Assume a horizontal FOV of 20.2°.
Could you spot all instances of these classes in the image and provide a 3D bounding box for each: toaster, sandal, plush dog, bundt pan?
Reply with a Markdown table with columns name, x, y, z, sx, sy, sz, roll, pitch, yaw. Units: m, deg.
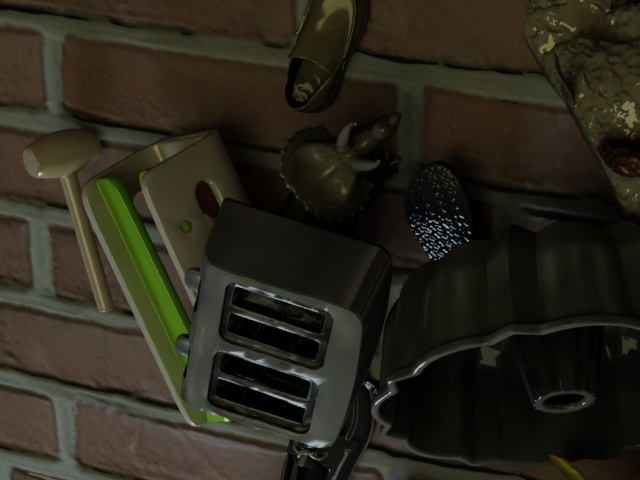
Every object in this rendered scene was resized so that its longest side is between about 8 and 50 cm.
| name | x | y | z | sx | sy | sz | roll | pitch | yaw |
| --- | --- | --- | --- | --- | --- | --- | --- | --- | --- |
| toaster | -0.027 | 0.074 | 1.554 | 0.185 | 0.110 | 0.168 | 18 | 128 | 7 |
| sandal | 0.127 | -0.001 | 1.665 | 0.067 | 0.040 | 0.179 | -2 | 126 | 31 |
| plush dog | 0.316 | -0.131 | 1.448 | 0.225 | 0.210 | 0.262 | -29 | 101 | 5 |
| bundt pan | 0.202 | 0.082 | 1.536 | 0.330 | 0.331 | 0.124 | -20 | 60 | 30 |

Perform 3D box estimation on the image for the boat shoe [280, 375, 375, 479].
| name | x | y | z | sx | sy | sz | roll | pitch | yaw |
| --- | --- | --- | --- | --- | --- | --- | --- | --- | --- |
| boat shoe | 0.002 | 0.213 | 1.795 | 0.075 | 0.065 | 0.206 | 23 | 119 | 14 |

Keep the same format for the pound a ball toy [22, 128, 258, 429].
| name | x | y | z | sx | sy | sz | roll | pitch | yaw |
| --- | --- | --- | --- | --- | --- | --- | --- | --- | --- |
| pound a ball toy | -0.133 | 0.017 | 1.752 | 0.208 | 0.135 | 0.319 | -6 | 112 | 53 |

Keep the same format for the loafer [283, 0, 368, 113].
| name | x | y | z | sx | sy | sz | roll | pitch | yaw |
| --- | --- | --- | --- | --- | --- | --- | --- | --- | --- |
| loafer | 0.003 | -0.176 | 1.630 | 0.056 | 0.050 | 0.148 | 21 | 119 | 14 |

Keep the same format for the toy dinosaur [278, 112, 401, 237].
| name | x | y | z | sx | sy | sz | roll | pitch | yaw |
| --- | --- | --- | --- | --- | --- | --- | --- | --- | --- |
| toy dinosaur | 0.000 | 0.000 | 1.646 | 0.121 | 0.160 | 0.314 | 21 | 118 | 15 |

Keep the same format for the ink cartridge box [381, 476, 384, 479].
| name | x | y | z | sx | sy | sz | roll | pitch | yaw |
| --- | --- | --- | --- | --- | --- | --- | --- | --- | --- |
| ink cartridge box | 0.093 | 0.371 | 1.751 | 0.045 | 0.206 | 0.208 | -3 | 117 | -11 |

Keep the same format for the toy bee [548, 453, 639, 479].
| name | x | y | z | sx | sy | sz | roll | pitch | yaw |
| --- | --- | --- | --- | --- | --- | --- | --- | --- | --- |
| toy bee | 0.263 | 0.264 | 1.543 | 0.195 | 0.298 | 0.162 | 18 | 137 | 21 |
